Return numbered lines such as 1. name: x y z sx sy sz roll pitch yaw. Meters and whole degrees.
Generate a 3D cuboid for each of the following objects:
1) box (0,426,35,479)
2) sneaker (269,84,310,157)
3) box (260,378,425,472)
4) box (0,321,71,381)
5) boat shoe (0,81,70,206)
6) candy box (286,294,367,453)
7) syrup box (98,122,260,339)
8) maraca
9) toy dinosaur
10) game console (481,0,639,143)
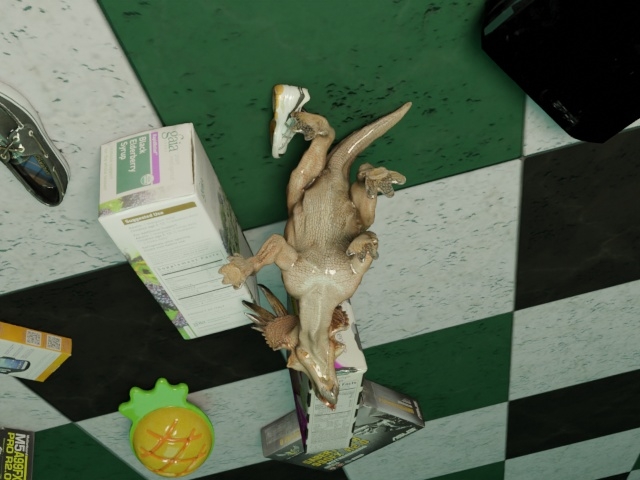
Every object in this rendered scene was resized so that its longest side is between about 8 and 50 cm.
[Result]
1. box: -0.518 0.386 0.984 0.216 0.270 0.060 22 131 -38
2. sneaker: -0.028 -0.110 0.673 0.036 0.032 0.083 -3 143 -13
3. box: 0.039 0.330 1.250 0.231 0.056 0.183 -34 139 26
4. box: -0.396 0.137 0.896 0.136 0.028 0.081 25 130 -36
5. boat shoe: -0.265 -0.084 0.630 0.049 0.040 0.142 -17 143 6
6. candy box: 0.000 0.158 0.927 0.071 0.159 0.234 -7 142 -9
7. syrup box: -0.137 0.000 0.733 0.096 0.093 0.237 -15 143 4
8. maraca: -0.233 0.288 1.088 0.127 0.099 0.186 -20 119 -7
9. toy dinosaur: 0.000 0.000 0.701 0.127 0.296 0.200 17 162 5
10. game console: 0.320 -0.238 0.588 0.213 0.044 0.361 29 125 -36
